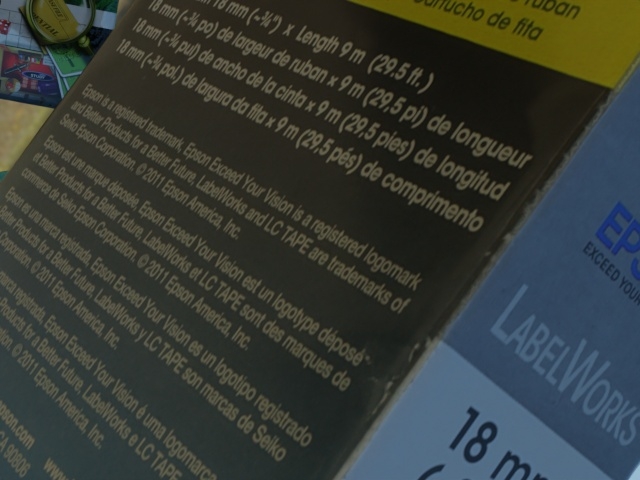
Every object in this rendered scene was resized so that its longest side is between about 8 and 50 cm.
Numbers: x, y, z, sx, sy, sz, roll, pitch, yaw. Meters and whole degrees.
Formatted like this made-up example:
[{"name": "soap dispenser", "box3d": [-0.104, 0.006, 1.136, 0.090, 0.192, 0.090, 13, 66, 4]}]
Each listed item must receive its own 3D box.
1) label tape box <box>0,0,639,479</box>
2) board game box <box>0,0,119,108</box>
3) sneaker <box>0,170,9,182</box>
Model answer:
[{"name": "label tape box", "box3d": [0.000, 0.000, 0.448, 0.333, 0.106, 0.241, -54, -142, -3]}, {"name": "board game box", "box3d": [-0.282, -0.180, 1.040, 0.030, 0.260, 0.136, -100, -159, -65]}, {"name": "sneaker", "box3d": [-0.240, 0.034, 0.751, 0.275, 0.107, 0.109, -39, 139, -61]}]
